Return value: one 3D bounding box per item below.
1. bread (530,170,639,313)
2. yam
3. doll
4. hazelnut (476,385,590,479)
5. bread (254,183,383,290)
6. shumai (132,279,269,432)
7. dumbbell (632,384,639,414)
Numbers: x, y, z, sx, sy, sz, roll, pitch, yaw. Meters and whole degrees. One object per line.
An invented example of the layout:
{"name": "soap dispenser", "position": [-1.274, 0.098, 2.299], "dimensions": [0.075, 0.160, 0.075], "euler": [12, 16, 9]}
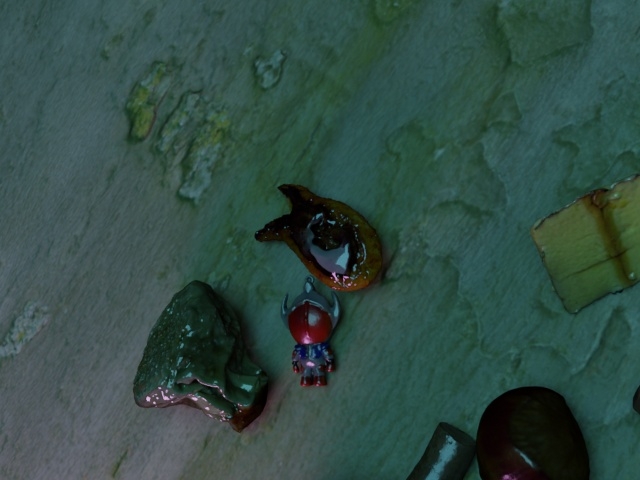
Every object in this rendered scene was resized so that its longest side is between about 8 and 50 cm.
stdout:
{"name": "bread", "position": [0.448, -0.005, 1.653], "dimensions": [0.240, 0.178, 0.135], "euler": [-26, 68, 13]}
{"name": "yam", "position": [0.195, 0.367, 1.728], "dimensions": [0.084, 0.084, 0.127], "euler": [31, 94, 26]}
{"name": "doll", "position": [-0.014, 0.158, 1.876], "dimensions": [0.104, 0.062, 0.195], "euler": [-8, 83, 39]}
{"name": "hazelnut", "position": [0.327, 0.320, 1.655], "dimensions": [0.170, 0.161, 0.202], "euler": [-3, 39, 10]}
{"name": "bread", "position": [0.007, -0.006, 1.893], "dimensions": [0.269, 0.095, 0.139], "euler": [32, 89, 40]}
{"name": "shumai", "position": [-0.199, 0.218, 1.905], "dimensions": [0.225, 0.222, 0.261], "euler": [-45, 30, 36]}
{"name": "dumbbell", "position": [0.573, 0.283, 1.586], "dimensions": [0.231, 0.082, 0.092], "euler": [43, 95, 25]}
